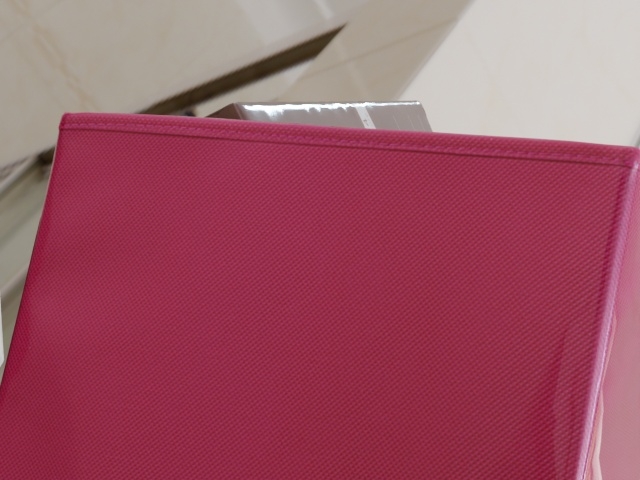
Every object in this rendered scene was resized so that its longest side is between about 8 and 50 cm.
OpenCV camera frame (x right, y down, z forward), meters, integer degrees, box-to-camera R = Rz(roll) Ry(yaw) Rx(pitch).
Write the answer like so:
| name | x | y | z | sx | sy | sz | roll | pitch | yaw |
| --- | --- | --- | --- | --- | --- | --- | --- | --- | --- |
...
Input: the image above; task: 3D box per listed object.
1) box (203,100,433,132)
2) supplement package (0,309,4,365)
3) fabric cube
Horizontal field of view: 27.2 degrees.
| name | x | y | z | sx | sy | sz | roll | pitch | yaw |
| --- | --- | --- | --- | --- | --- | --- | --- | --- | --- |
| box | 0.000 | 0.000 | 1.022 | 0.143 | 0.381 | 0.191 | -25 | -93 | 24 |
| supplement package | -0.448 | 0.097 | 1.294 | 0.199 | 0.198 | 0.263 | 29 | -29 | 3 |
| fabric cube | 0.024 | 0.110 | 0.591 | 0.254 | 0.258 | 0.259 | 5 | -13 | 25 |
